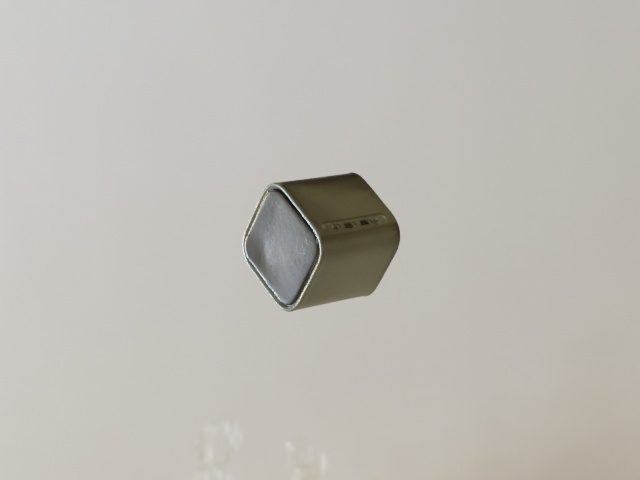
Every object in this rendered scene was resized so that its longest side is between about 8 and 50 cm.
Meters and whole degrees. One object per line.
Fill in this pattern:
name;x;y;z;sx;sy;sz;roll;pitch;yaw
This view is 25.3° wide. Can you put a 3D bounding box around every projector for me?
projector;0.000;0.000;1.112;0.082;0.083;0.083;-10;-130;-39
